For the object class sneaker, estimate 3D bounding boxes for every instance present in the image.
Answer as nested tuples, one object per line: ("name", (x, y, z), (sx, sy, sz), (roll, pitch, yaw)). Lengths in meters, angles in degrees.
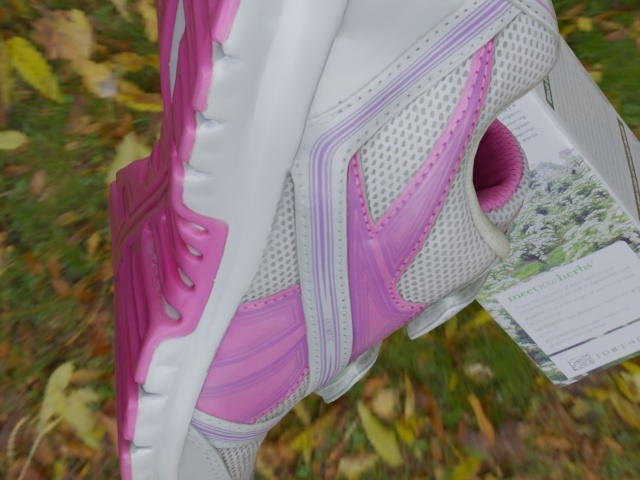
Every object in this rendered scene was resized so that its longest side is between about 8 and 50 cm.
("sneaker", (0.000, 0.000, 0.499), (0.111, 0.252, 0.103), (3, 53, -14))

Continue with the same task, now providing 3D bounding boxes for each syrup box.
("syrup box", (0.096, -0.038, 0.846), (0.093, 0.096, 0.237), (-26, 130, 24))
